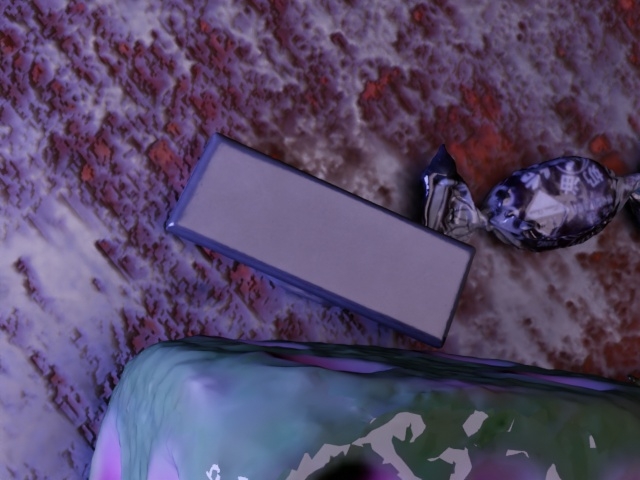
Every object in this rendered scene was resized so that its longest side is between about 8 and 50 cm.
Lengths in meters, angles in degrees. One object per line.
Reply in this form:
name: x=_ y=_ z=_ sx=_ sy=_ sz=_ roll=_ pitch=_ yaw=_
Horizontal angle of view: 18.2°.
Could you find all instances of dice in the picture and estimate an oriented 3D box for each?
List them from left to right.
dice: x=0.038 y=0.225 z=1.156 sx=0.322 sy=0.330 sz=0.318 roll=5 pitch=89 yaw=-20

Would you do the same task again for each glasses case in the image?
glasses case: x=0.001 y=0.001 z=1.269 sx=0.191 sy=0.042 sz=0.072 roll=24 pitch=74 yaw=-6

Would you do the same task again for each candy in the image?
candy: x=0.164 y=-0.033 z=1.341 sx=0.226 sy=0.051 sz=0.094 roll=-12 pitch=85 yaw=-19

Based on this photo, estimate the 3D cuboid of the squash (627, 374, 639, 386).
squash: x=0.255 y=0.235 z=1.360 sx=0.189 sy=0.189 sz=0.260 roll=-6 pitch=131 yaw=-18
